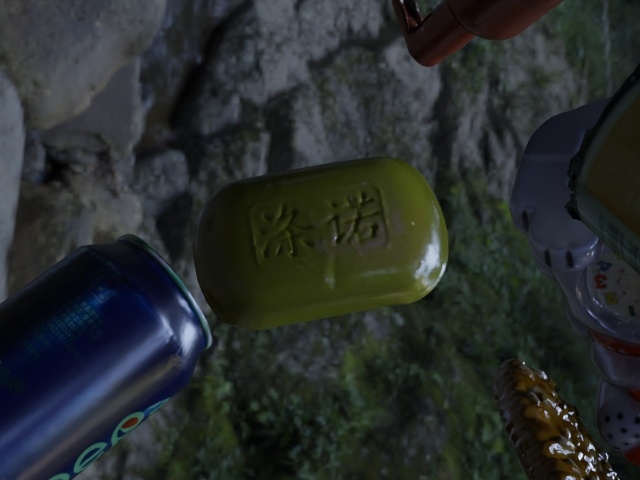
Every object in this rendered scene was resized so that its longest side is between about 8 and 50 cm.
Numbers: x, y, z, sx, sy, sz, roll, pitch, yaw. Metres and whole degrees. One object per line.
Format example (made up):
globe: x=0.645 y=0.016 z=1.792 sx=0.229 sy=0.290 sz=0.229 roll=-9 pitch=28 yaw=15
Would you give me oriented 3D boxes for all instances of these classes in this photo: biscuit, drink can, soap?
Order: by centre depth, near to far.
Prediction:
soap: x=0.000 y=0.000 z=0.611 sx=0.045 sy=0.140 sz=0.089 roll=88 pitch=-8 yaw=-72
biscuit: x=0.194 y=0.200 z=0.671 sx=0.305 sy=0.038 sz=0.305 roll=55 pitch=10 yaw=-14
drink can: x=-0.173 y=0.090 z=0.696 sx=0.205 sy=0.118 sz=0.118 roll=-38 pitch=148 yaw=-22

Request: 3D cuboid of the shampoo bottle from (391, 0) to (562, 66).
shampoo bottle: x=0.144 y=-0.202 z=0.814 sx=0.244 sy=0.085 sz=0.085 roll=-33 pitch=-145 yaw=49

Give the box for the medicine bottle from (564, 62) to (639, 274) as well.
medicine bottle: x=0.242 y=0.090 z=0.291 sx=0.108 sy=0.426 sz=0.108 roll=-28 pitch=146 yaw=-21

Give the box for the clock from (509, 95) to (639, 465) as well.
clock: x=0.238 y=0.045 z=0.775 sx=0.189 sy=0.189 sz=0.254 roll=-71 pitch=153 yaw=-49
